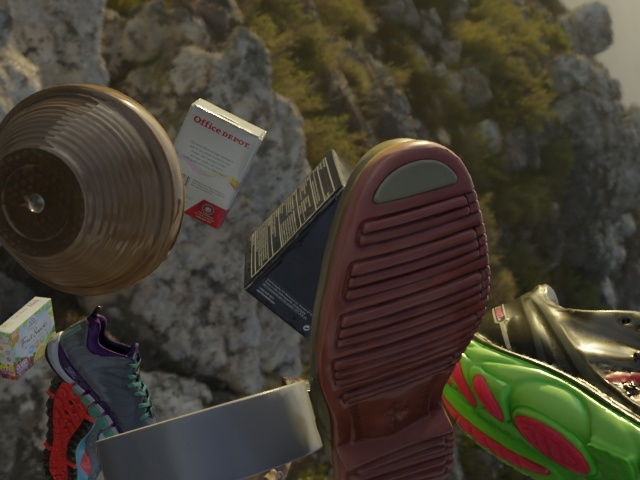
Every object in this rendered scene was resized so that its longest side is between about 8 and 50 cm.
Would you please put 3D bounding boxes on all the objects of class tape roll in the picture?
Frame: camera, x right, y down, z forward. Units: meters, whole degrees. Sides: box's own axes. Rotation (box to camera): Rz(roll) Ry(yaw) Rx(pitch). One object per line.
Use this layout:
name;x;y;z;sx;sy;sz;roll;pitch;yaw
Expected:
tape roll;-0.112;0.206;0.905;0.219;0.219;0.072;-3;74;-58

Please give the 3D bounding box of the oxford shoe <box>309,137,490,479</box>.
oxford shoe;0.038;0.071;0.743;0.146;0.141;0.396;-121;-153;-46

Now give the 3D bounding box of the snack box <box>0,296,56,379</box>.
snack box;-0.548;0.180;1.662;0.141;0.037;0.100;-57;149;-61

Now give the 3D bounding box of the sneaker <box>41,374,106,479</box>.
sneaker;-0.369;0.282;1.429;0.104;0.261;0.125;33;30;22

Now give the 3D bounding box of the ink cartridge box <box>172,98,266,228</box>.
ink cartridge box;-0.184;-0.128;1.476;0.128;0.175;0.072;27;18;-4

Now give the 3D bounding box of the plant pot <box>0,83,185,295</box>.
plant pot;-0.275;-0.048;0.957;0.237;0.237;0.110;66;18;-4

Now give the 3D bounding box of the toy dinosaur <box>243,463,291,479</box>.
toy dinosaur;-0.116;0.489;1.860;0.127;0.295;0.200;45;14;20

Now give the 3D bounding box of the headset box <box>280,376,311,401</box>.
headset box;-0.056;0.340;2.037;0.083;0.062;0.032;-133;-127;-74

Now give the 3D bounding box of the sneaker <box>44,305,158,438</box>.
sneaker;-0.253;0.193;1.158;0.223;0.098;0.083;51;9;-11

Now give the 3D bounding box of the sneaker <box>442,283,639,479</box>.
sneaker;0.305;0.155;0.750;0.202;0.483;0.185;-37;132;-20

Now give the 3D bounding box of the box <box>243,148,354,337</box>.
box;0.000;0.000;1.880;0.183;0.294;0.296;39;13;-16
